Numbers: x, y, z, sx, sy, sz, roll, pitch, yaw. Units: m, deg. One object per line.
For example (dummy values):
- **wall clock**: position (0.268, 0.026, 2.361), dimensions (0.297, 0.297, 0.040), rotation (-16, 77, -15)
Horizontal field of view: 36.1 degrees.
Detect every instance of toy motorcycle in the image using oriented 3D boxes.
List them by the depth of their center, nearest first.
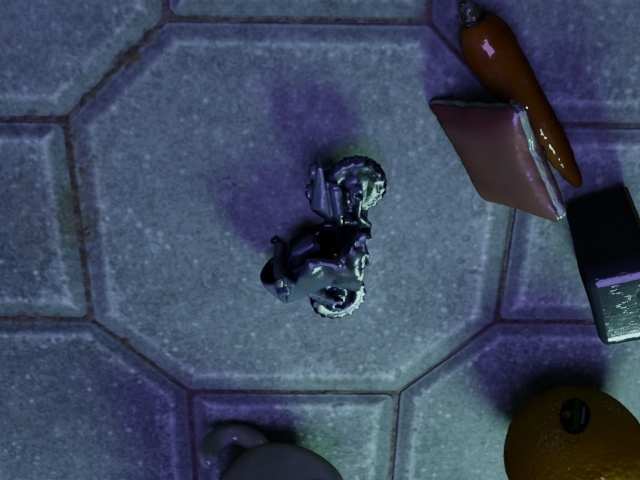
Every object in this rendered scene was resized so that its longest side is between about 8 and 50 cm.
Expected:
- **toy motorcycle**: position (0.000, 0.000, 1.353), dimensions (0.159, 0.106, 0.270), rotation (1, 126, -9)

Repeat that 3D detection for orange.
- **orange**: position (0.390, 0.332, 1.497), dimensions (0.236, 0.236, 0.236), rotation (-1, 122, -1)

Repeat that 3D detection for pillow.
- **pillow**: position (0.236, -0.111, 1.269), dimensions (0.075, 0.171, 0.179), rotation (-41, 119, -17)

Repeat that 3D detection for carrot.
- **carrot**: position (0.263, -0.178, 1.270), dimensions (0.069, 0.069, 0.336), rotation (-30, 122, 16)

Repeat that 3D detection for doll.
- **doll**: position (-0.070, 0.487, 1.594), dimensions (0.215, 0.226, 0.370), rotation (-22, 122, -29)

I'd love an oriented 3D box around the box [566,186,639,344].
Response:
- **box**: position (0.398, 0.036, 1.327), dimensions (0.090, 0.201, 0.144), rotation (-14, 123, 12)
